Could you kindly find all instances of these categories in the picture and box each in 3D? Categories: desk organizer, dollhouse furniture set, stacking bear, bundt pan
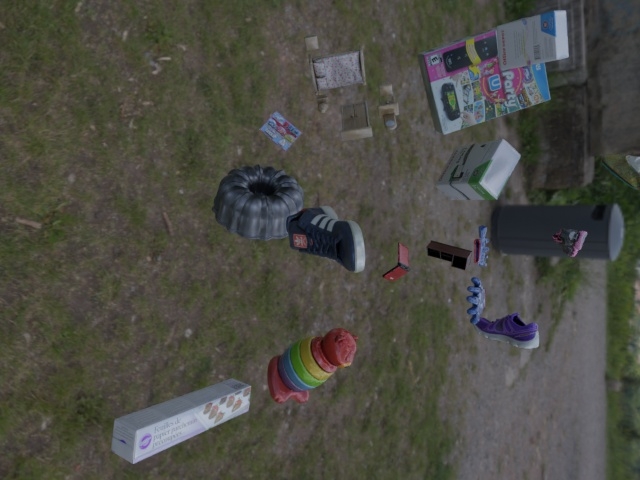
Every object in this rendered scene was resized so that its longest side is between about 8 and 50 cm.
[{"bbox_3d":[0.384,0.045,1.493,0.050,0.130,0.047,-37,136,-52],"label":"desk organizer"},{"bbox_3d":[0.122,-0.556,1.773,0.356,0.302,0.174,74,11,-48],"label":"dollhouse furniture set"},{"bbox_3d":[-0.011,0.372,1.538,0.175,0.289,0.164,22,40,-50],"label":"stacking bear"},{"bbox_3d":[-0.206,-0.152,1.705,0.330,0.330,0.124,-39,151,-43],"label":"bundt pan"}]

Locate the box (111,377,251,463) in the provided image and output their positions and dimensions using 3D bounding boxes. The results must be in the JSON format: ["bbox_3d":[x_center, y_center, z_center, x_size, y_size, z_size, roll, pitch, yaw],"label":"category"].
[{"bbox_3d":[-0.268,0.356,1.013,0.324,0.067,0.063,0,98,-60],"label":"box"}]

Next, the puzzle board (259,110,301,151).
[{"bbox_3d":[-0.148,-0.405,1.834,0.128,0.011,0.096,40,81,1],"label":"puzzle board"}]

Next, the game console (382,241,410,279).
[{"bbox_3d":[0.285,0.084,1.878,0.085,0.124,0.144,61,16,22],"label":"game console"}]

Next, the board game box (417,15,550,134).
[{"bbox_3d":[0.444,-0.448,1.355,0.097,0.303,0.224,-96,167,-71],"label":"board game box"}]

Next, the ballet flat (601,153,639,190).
[{"bbox_3d":[1.052,-0.187,1.561,0.123,0.123,0.349,18,34,-50],"label":"ballet flat"}]

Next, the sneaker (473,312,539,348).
[{"bbox_3d":[0.427,0.197,1.132,0.068,0.169,0.071,7,90,-32],"label":"sneaker"}]

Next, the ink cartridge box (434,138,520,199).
[{"bbox_3d":[0.479,-0.213,1.534,0.092,0.219,0.160,35,79,-22],"label":"ink cartridge box"}]

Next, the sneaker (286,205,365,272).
[{"bbox_3d":[0.000,0.000,1.281,0.147,0.350,0.131,-7,107,-17],"label":"sneaker"}]

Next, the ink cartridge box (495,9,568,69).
[{"bbox_3d":[0.420,-0.396,0.987,0.052,0.122,0.089,-23,109,-36],"label":"ink cartridge box"}]

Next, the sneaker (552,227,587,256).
[{"bbox_3d":[0.505,-0.001,1.016,0.047,0.057,0.119,-69,158,-8],"label":"sneaker"}]

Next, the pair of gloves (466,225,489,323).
[{"bbox_3d":[0.322,0.067,1.012,0.159,0.023,0.199,4,88,-65],"label":"pair of gloves"}]
